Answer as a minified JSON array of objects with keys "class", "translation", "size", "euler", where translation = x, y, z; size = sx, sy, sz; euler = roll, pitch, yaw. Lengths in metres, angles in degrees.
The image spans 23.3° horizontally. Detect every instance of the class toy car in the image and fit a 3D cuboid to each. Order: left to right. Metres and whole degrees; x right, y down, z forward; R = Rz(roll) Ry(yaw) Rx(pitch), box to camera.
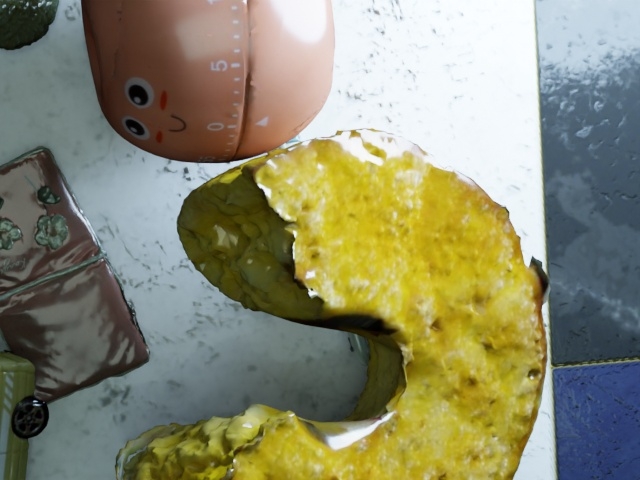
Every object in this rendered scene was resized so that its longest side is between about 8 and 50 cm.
[{"class":"toy car","translation":[-0.332,0.228,1.415],"size":[0.124,0.101,0.256],"euler":[5,92,-45]}]

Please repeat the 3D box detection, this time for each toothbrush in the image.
[{"class":"toothbrush","translation":[0.000,0.000,1.509],"size":[0.026,0.022,0.263],"euler":[-17,97,5]}]

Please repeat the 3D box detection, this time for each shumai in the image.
[{"class":"shumai","translation":[-0.304,-0.226,1.424],"size":[0.087,0.124,0.099],"euler":[3,119,30]}]

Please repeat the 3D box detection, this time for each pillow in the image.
[{"class":"pillow","translation":[-0.260,0.035,1.464],"size":[0.126,0.043,0.232],"euler":[-26,99,-6]}]

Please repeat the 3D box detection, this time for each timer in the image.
[{"class":"timer","translation":[-0.101,-0.181,1.376],"size":[0.215,0.229,0.229],"euler":[-4,95,-9]}]

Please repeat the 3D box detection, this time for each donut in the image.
[{"class":"donut","translation":[0.015,0.128,1.404],"size":[0.378,0.163,0.435],"euler":[19,80,-32]}]
